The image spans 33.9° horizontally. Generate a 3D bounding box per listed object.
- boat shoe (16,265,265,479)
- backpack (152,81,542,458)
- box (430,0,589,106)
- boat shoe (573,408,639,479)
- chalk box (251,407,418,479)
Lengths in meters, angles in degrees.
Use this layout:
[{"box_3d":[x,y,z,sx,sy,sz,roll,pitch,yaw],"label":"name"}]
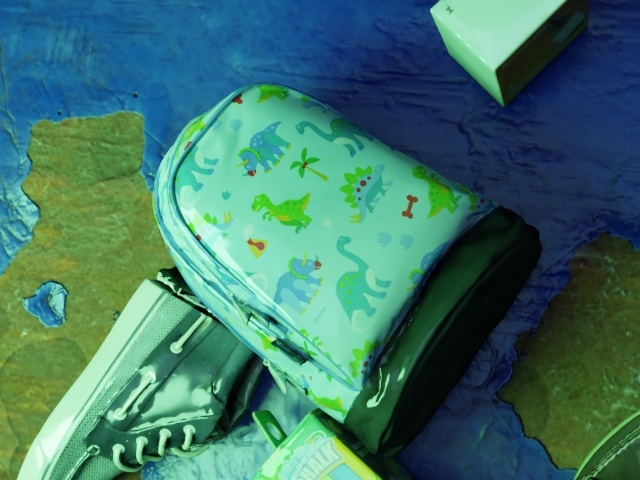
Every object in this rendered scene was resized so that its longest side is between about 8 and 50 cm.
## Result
[{"box_3d":[-0.193,0.207,1.152,0.158,0.127,0.340,31,91,19],"label":"boat shoe"},{"box_3d":[0.000,0.000,1.079,0.355,0.273,0.290,35,81,27],"label":"backpack"},{"box_3d":[0.198,-0.227,1.078,0.130,0.170,0.091,-44,77,7],"label":"box"},{"box_3d":[0.272,0.307,1.039,0.123,0.123,0.342,42,95,13],"label":"boat shoe"},{"box_3d":[0.004,0.261,1.103,0.213,0.132,0.132,40,95,14],"label":"chalk box"}]
